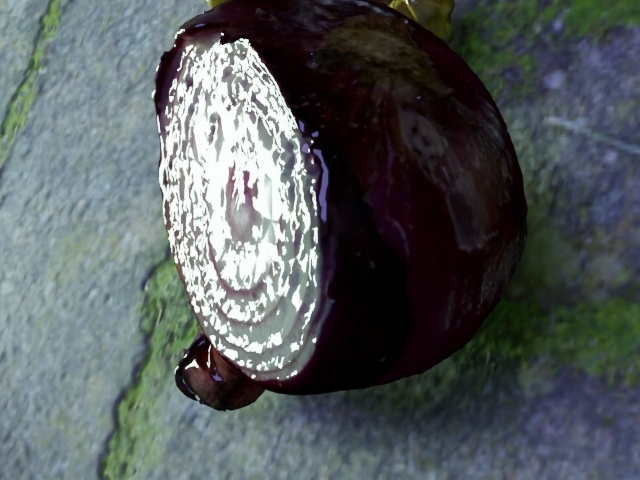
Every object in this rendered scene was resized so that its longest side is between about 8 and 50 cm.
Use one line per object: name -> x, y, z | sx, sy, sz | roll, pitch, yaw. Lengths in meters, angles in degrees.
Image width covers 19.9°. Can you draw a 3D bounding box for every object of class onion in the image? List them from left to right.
onion -> 0.000, 0.000, 0.826 | 0.195, 0.139, 0.218 | 50, 137, 33

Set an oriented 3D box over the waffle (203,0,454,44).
waffle -> 0.010, -0.151, 0.946 | 0.149, 0.051, 0.194 | -12, 55, 30
